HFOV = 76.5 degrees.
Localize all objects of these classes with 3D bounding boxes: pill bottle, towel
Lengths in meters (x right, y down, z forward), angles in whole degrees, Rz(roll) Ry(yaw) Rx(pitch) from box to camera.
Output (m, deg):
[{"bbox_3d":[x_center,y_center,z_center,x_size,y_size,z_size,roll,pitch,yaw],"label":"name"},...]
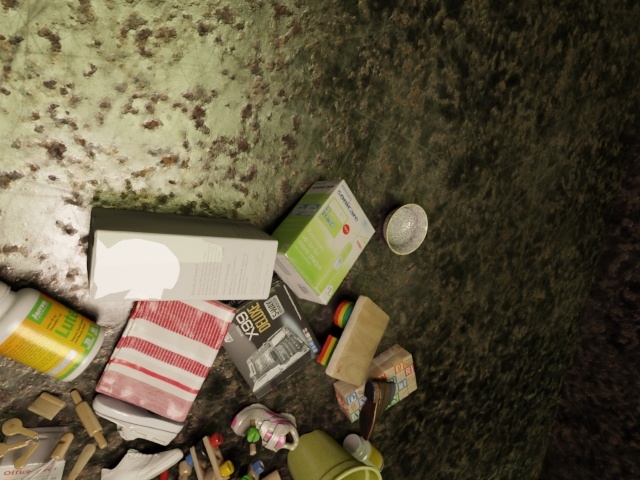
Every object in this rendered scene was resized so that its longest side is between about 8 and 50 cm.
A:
[{"bbox_3d":[-0.610,0.187,0.864,0.136,0.136,0.246,-49,123,-8],"label":"pill bottle"},{"bbox_3d":[-0.389,0.278,1.034,0.237,0.037,0.329,26,92,-12],"label":"towel"},{"bbox_3d":[0.161,0.814,1.548,0.103,0.103,0.184,-43,122,-12],"label":"pill bottle"}]

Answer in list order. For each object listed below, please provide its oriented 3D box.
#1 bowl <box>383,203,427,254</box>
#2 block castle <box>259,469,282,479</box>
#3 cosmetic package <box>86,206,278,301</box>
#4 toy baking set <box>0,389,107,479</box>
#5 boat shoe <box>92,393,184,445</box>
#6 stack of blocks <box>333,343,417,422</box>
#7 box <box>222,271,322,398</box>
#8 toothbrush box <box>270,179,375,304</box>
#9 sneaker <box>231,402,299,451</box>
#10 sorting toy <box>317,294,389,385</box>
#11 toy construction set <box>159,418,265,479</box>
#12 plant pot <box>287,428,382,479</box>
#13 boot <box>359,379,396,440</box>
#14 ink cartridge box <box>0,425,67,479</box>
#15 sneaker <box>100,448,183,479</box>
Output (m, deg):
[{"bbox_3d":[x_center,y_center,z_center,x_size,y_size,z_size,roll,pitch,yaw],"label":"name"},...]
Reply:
[{"bbox_3d":[0.262,-0.045,1.339,0.170,0.080,0.170,-10,111,-28],"label":"bowl"},{"bbox_3d":[-0.138,1.024,1.322,0.212,0.303,0.453,-23,115,-20],"label":"block castle"},{"bbox_3d":[-0.320,0.032,0.941,0.385,0.217,0.156,3,104,-30],"label":"cosmetic package"},{"bbox_3d":[-0.596,0.464,0.914,0.196,0.256,0.030,-29,157,-47],"label":"toy baking set"},{"bbox_3d":[-0.483,0.479,1.061,0.258,0.095,0.084,40,80,-33],"label":"boat shoe"},{"bbox_3d":[0.206,0.534,1.492,0.297,0.087,0.171,-24,117,-22],"label":"stack of blocks"},{"bbox_3d":[-0.158,0.278,1.198,0.242,0.076,0.307,-32,120,-18],"label":"box"},{"bbox_3d":[0.000,0.000,1.131,0.283,0.122,0.206,-54,126,-28],"label":"toothbrush box"},{"bbox_3d":[-0.160,0.596,1.281,0.252,0.111,0.103,25,92,-34],"label":"sneaker"},{"bbox_3d":[0.103,0.319,1.318,0.255,0.089,0.257,-64,146,-13],"label":"sorting toy"},{"bbox_3d":[-0.291,0.703,1.119,0.308,0.237,0.257,-13,122,-7],"label":"toy construction set"},{"bbox_3d":[0.021,0.790,1.364,0.276,0.254,0.276,-11,112,-29],"label":"plant pot"},{"bbox_3d":[0.202,0.585,1.404,0.106,0.082,0.219,2,104,-28],"label":"boot"},{"bbox_3d":[-0.681,0.549,0.947,0.128,0.127,0.176,13,98,-33],"label":"ink cartridge box"},{"bbox_3d":[-0.489,0.607,1.106,0.212,0.094,0.080,-21,154,-19],"label":"sneaker"}]
